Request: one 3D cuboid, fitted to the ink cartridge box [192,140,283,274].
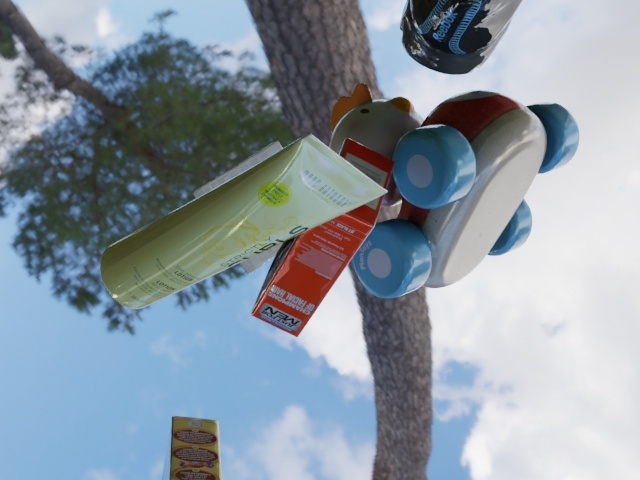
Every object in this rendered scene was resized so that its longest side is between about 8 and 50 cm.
[{"bbox_3d":[-0.090,-0.045,1.314,0.179,0.145,0.045,-36,-176,-35],"label":"ink cartridge box"}]

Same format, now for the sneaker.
[{"bbox_3d":[0.188,-0.313,0.815,0.125,0.139,0.340,24,-103,1],"label":"sneaker"}]

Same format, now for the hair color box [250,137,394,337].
[{"bbox_3d":[0.000,0.000,0.805,0.053,0.167,0.093,26,-137,-5],"label":"hair color box"}]

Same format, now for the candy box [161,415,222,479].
[{"bbox_3d":[-0.123,0.256,0.834,0.053,0.109,0.186,8,-163,-12],"label":"candy box"}]

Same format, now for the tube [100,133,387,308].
[{"bbox_3d":[-0.072,-0.012,0.701,0.240,0.062,0.070,-25,-177,30],"label":"tube"}]

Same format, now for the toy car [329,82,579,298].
[{"bbox_3d":[0.091,-0.092,0.918,0.219,0.210,0.238,-18,-130,-43],"label":"toy car"}]
